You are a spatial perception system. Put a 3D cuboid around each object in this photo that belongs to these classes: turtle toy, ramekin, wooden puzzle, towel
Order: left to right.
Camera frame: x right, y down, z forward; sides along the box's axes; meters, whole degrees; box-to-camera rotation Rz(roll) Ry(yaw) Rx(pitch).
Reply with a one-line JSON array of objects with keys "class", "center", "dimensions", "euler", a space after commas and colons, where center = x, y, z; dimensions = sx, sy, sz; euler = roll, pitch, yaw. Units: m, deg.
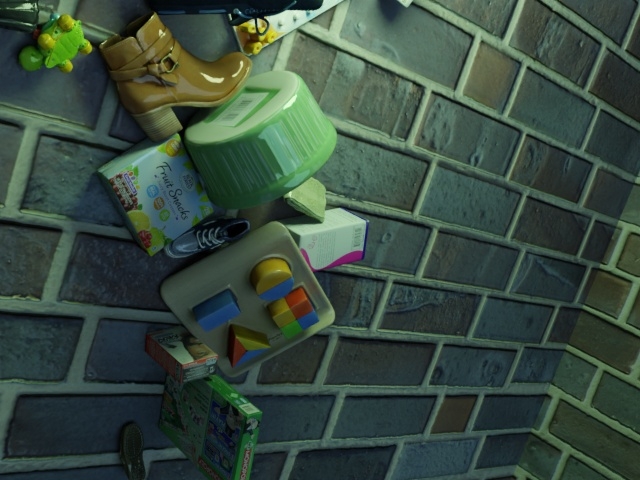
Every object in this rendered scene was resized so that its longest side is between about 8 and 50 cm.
[{"class": "turtle toy", "center": [-0.474, -0.346, 1.353], "dimensions": [0.130, 0.066, 0.095], "euler": [-47, 157, -11]}, {"class": "wooden puzzle", "center": [-0.156, 0.161, 1.799], "dimensions": [0.322, 0.080, 0.348], "euler": [-28, 129, 0]}, {"class": "ramekin", "center": [-0.131, -0.216, 1.571], "dimensions": [0.303, 0.303, 0.148], "euler": [-42, 125, -19]}, {"class": "towel", "center": [-0.037, -0.115, 1.850], "dimensions": [0.148, 0.027, 0.110], "euler": [28, 50, -43]}]

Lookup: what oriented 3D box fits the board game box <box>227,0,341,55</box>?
[{"class": "board game box", "center": [-0.061, -0.641, 1.596], "dimensions": [0.390, 0.050, 0.390], "euler": [-37, 130, -23]}]

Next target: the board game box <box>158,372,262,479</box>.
[{"class": "board game box", "center": [-0.258, 0.408, 1.735], "dimensions": [0.046, 0.317, 0.214], "euler": [-4, 113, -42]}]

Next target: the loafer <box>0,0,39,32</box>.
[{"class": "loafer", "center": [-0.567, -0.395, 1.246], "dimensions": [0.223, 0.076, 0.078], "euler": [-1, 105, -47]}]

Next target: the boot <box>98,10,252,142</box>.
[{"class": "boot", "center": [-0.282, -0.356, 1.513], "dimensions": [0.283, 0.109, 0.220], "euler": [-36, 127, -14]}]

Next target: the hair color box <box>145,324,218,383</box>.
[{"class": "hair color box", "center": [-0.313, 0.252, 1.717], "dimensions": [0.093, 0.167, 0.054], "euler": [-10, 116, -39]}]

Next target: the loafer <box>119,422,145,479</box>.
[{"class": "loafer", "center": [-0.447, 0.499, 1.802], "dimensions": [0.056, 0.050, 0.148], "euler": [-8, 99, -43]}]

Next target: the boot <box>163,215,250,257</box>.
[{"class": "boot", "center": [-0.250, -0.013, 1.694], "dimensions": [0.190, 0.086, 0.069], "euler": [-26, 106, -35]}]

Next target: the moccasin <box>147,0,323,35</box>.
[{"class": "moccasin", "center": [-0.164, -0.476, 1.486], "dimensions": [0.341, 0.138, 0.117], "euler": [6, 126, -5]}]

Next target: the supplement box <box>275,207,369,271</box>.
[{"class": "supplement box", "center": [0.000, 0.000, 1.917], "dimensions": [0.220, 0.114, 0.111], "euler": [-13, 119, -39]}]

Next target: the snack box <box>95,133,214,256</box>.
[{"class": "snack box", "center": [-0.339, -0.101, 1.592], "dimensions": [0.174, 0.070, 0.207], "euler": [-37, 132, -23]}]

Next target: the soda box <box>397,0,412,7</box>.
[{"class": "soda box", "center": [0.233, -0.660, 1.787], "dimensions": [0.073, 0.069, 0.216], "euler": [24, 113, -39]}]
